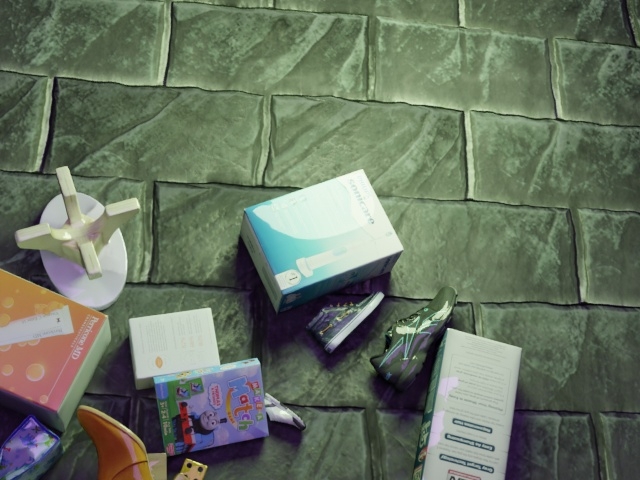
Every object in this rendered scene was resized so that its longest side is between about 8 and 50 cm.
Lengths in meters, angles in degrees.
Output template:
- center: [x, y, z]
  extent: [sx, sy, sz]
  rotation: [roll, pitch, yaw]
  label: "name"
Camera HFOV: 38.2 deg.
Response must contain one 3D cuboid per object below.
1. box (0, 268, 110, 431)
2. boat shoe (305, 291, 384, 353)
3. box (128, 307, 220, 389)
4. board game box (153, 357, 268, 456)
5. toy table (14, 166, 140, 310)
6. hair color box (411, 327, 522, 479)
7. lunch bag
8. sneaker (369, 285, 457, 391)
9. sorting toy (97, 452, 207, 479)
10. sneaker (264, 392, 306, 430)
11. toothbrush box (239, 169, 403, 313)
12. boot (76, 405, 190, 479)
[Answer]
- center: [-0.616, 0.197, 1.811]
  extent: [0.345, 0.168, 0.215]
  rotation: [23, 64, 0]
  label: "box"
- center: [0.055, 0.156, 2.007]
  extent: [0.083, 0.065, 0.183]
  rotation: [44, 67, 9]
  label: "boat shoe"
- center: [-0.302, 0.223, 1.899]
  extent: [0.170, 0.091, 0.130]
  rotation: [-7, 68, -14]
  label: "box"
- center: [-0.217, 0.334, 1.850]
  extent: [0.211, 0.039, 0.160]
  rotation: [-10, 104, -14]
  label: "board game box"
- center: [-0.498, -0.007, 1.928]
  extent: [0.252, 0.161, 0.274]
  rotation: [-29, 73, -21]
  label: "toy table"
- center: [0.306, 0.377, 1.934]
  extent: [0.173, 0.105, 0.347]
  rotation: [16, 64, -3]
  label: "hair color box"
- center: [-0.568, 0.418, 1.744]
  extent: [0.096, 0.129, 0.151]
  rotation: [36, 67, 8]
  label: "lunch bag"
- center: [0.207, 0.194, 2.001]
  extent: [0.106, 0.101, 0.267]
  rotation: [32, 65, 7]
  label: "sneaker"
- center: [-0.357, 0.487, 1.797]
  extent: [0.274, 0.046, 0.132]
  rotation: [-1, 67, -10]
  label: "sorting toy"
- center: [-0.079, 0.363, 1.912]
  extent: [0.109, 0.040, 0.044]
  rotation: [34, 81, 9]
  label: "sneaker"
- center: [0.000, 0.000, 2.033]
  extent: [0.295, 0.126, 0.216]
  rotation: [-21, 71, -17]
  label: "toothbrush box"
- center: [-0.394, 0.468, 1.717]
  extent: [0.295, 0.104, 0.211]
  rotation: [38, 65, 3]
  label: "boot"
